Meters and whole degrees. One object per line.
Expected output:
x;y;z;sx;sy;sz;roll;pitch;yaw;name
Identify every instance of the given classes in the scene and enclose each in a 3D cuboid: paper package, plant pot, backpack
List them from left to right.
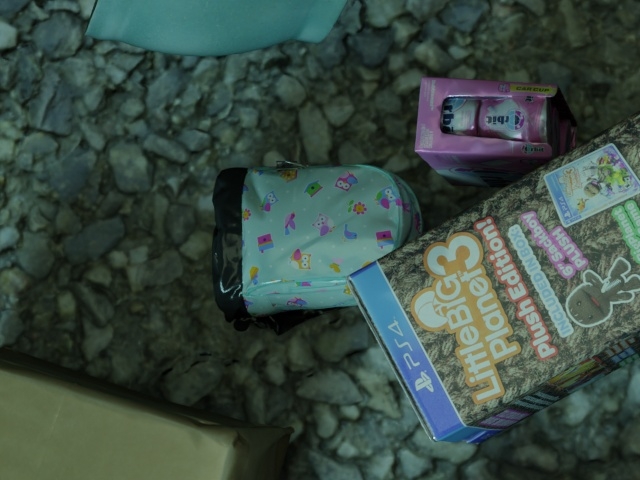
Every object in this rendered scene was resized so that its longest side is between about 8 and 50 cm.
-0.222;0.275;1.336;0.309;0.168;0.324;15;88;16;paper package
-0.060;-0.279;1.325;0.196;0.293;0.293;19;88;-11;plant pot
0.000;0.000;1.341;0.182;0.115;0.152;-3;80;11;backpack

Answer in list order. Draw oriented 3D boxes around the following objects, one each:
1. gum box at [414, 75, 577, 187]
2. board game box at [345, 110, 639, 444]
0.146;-0.085;1.276;0.107;0.188;0.062;4;85;15;gum box
0.199;0.031;1.227;0.291;0.232;0.141;-30;76;8;board game box
